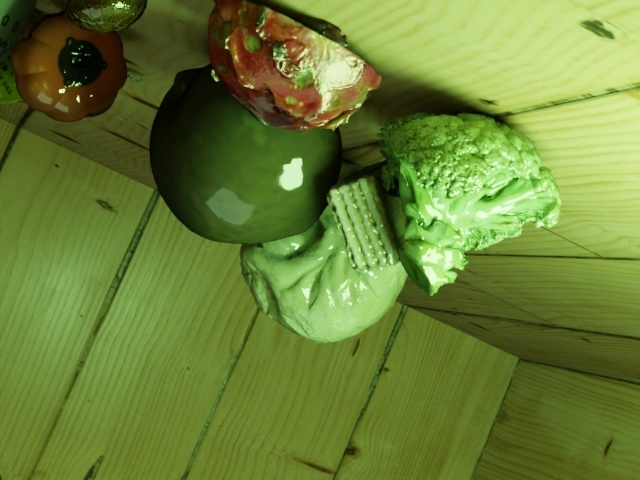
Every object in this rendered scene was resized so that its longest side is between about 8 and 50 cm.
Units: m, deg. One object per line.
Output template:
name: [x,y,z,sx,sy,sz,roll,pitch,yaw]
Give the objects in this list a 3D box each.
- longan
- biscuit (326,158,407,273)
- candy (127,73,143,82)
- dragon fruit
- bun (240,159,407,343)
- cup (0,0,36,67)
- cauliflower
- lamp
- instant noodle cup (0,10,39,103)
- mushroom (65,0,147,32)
longan: [-0.121,-0.133,1.776,0.288,0.288,0.350,28,166,-36]
biscuit: [0.094,-0.051,1.819,0.079,0.144,0.426,-20,-177,12]
candy: [-0.421,-0.320,2.251,0.182,0.046,0.053,16,172,30]
dragon fruit: [-0.032,-0.211,1.515,0.274,0.126,0.161,28,172,-36]
bun: [0.000,0.000,2.182,0.360,0.359,0.211,20,161,26]
cup: [-0.623,-0.352,1.922,0.186,0.234,0.258,18,169,34]
cauliflower: [0.173,-0.047,1.592,0.275,0.250,0.272,33,167,-30]
lamp: [-0.415,-0.287,1.937,0.188,0.187,0.164,27,174,-26]
instant noodle cup: [-0.535,-0.325,2.125,0.182,0.182,0.144,21,-178,15]
mushroom: [-0.302,-0.330,1.646,0.109,0.085,0.126,24,178,-10]
